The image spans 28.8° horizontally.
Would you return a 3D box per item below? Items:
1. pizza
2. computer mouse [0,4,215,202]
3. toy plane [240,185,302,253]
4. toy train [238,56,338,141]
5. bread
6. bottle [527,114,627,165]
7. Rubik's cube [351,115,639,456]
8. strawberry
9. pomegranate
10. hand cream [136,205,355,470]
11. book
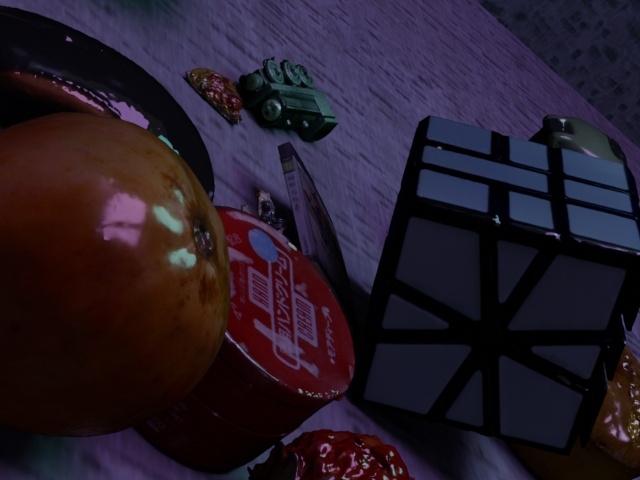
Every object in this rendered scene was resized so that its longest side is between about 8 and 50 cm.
[{"bbox_3d":[-0.134,-0.211,1.722,0.100,0.029,0.099,46,22,-9],"label":"pizza"},{"bbox_3d":[-0.232,-0.140,1.334,0.323,0.116,0.183,41,20,-18],"label":"computer mouse"},{"bbox_3d":[-0.048,0.013,1.492,0.188,0.062,0.135,21,64,-53],"label":"toy plane"},{"bbox_3d":[-0.049,-0.205,1.820,0.170,0.071,0.111,-3,63,-61],"label":"toy train"},{"bbox_3d":[0.365,0.227,1.775,0.312,0.172,0.312,35,26,-20],"label":"bread"},{"bbox_3d":[0.275,-0.040,1.787,0.168,0.347,0.168,41,25,-24],"label":"bottle"},{"bbox_3d":[0.213,0.047,1.504,0.294,0.288,0.283,15,26,-2],"label":"Rubik's cube"},{"bbox_3d":[0.045,0.244,1.158,0.190,0.111,0.236,34,-7,34],"label":"strawberry"},{"bbox_3d":[-0.209,0.027,0.974,0.229,0.270,0.252,-85,160,-50],"label":"pomegranate"},{"bbox_3d":[-0.092,0.094,1.184,0.230,0.149,0.230,41,26,-24],"label":"hand cream"},{"bbox_3d":[0.001,0.000,1.569,0.231,0.026,0.157,-103,169,-47],"label":"book"}]
